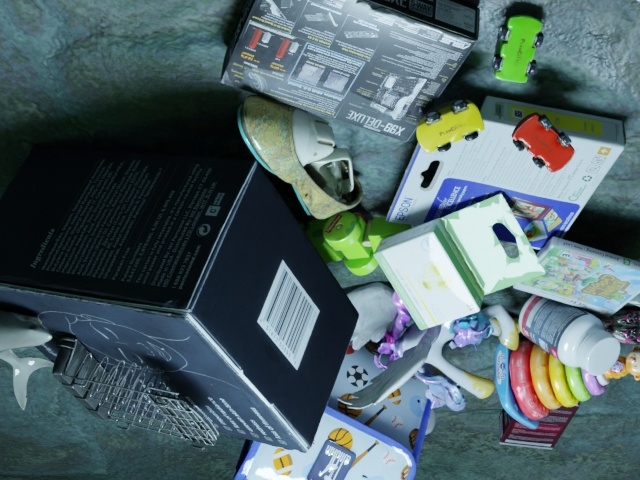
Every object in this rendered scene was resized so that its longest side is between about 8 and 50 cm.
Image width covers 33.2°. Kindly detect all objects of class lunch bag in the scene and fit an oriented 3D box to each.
[{"bbox_3d":[0.034,0.384,2.163,0.327,0.385,0.239,27,142,-4],"label":"lunch bag"}]

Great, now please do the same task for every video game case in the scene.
[{"bbox_3d":[0.464,0.067,1.894,0.193,0.023,0.212,16,156,-2],"label":"video game case"}]

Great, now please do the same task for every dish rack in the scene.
[{"bbox_3d":[-0.297,0.258,1.773,0.271,0.074,0.208,10,152,22],"label":"dish rack"}]

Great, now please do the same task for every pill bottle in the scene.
[{"bbox_3d":[0.467,0.174,2.006,0.108,0.180,0.108,-14,120,-26],"label":"pill bottle"}]

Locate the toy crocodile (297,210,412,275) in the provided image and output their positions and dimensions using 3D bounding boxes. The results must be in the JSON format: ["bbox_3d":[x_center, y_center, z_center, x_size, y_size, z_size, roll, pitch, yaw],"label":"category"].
[{"bbox_3d":[0.000,0.000,1.931,0.340,0.105,0.115,-9,141,28],"label":"toy crocodile"}]

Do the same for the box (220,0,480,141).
[{"bbox_3d":[0.037,-0.278,1.531,0.307,0.077,0.242,16,145,-13],"label":"box"}]

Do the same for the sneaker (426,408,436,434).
[{"bbox_3d":[0.095,0.380,2.452,0.321,0.125,0.180,22,148,-3],"label":"sneaker"}]

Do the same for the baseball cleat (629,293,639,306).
[{"bbox_3d":[0.558,0.083,1.990,0.205,0.072,0.109,27,155,-19],"label":"baseball cleat"}]

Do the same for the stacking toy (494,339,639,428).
[{"bbox_3d":[0.510,0.261,2.122,0.301,0.175,0.165,-13,148,32],"label":"stacking toy"}]

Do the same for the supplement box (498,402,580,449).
[{"bbox_3d":[0.489,0.387,2.419,0.130,0.073,0.239,7,146,-2],"label":"supplement box"}]

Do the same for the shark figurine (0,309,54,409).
[{"bbox_3d":[-0.541,0.191,1.796,0.166,0.116,0.278,27,152,-3],"label":"shark figurine"}]

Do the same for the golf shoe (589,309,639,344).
[{"bbox_3d":[0.583,0.167,2.109,0.186,0.068,0.086,6,178,-8],"label":"golf shoe"}]

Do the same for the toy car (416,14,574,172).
[{"bbox_3d":[0.268,-0.221,1.548,0.239,0.053,0.225,8,117,-6],"label":"toy car"}]

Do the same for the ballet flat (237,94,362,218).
[{"bbox_3d":[-0.017,-0.136,1.692,0.123,0.123,0.348,-6,155,18],"label":"ballet flat"}]

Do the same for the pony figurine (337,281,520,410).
[{"bbox_3d":[0.194,0.180,2.044,0.351,0.303,0.363,-42,127,8],"label":"pony figurine"}]

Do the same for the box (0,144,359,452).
[{"bbox_3d":[-0.256,0.100,1.842,0.471,0.297,0.480,5,148,29],"label":"box"}]

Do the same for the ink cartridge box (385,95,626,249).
[{"bbox_3d":[0.290,-0.108,1.747,0.307,0.072,0.304,12,146,-5],"label":"ink cartridge box"}]

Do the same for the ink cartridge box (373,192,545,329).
[{"bbox_3d":[0.232,0.040,1.796,0.235,0.056,0.171,-21,111,30],"label":"ink cartridge box"}]
